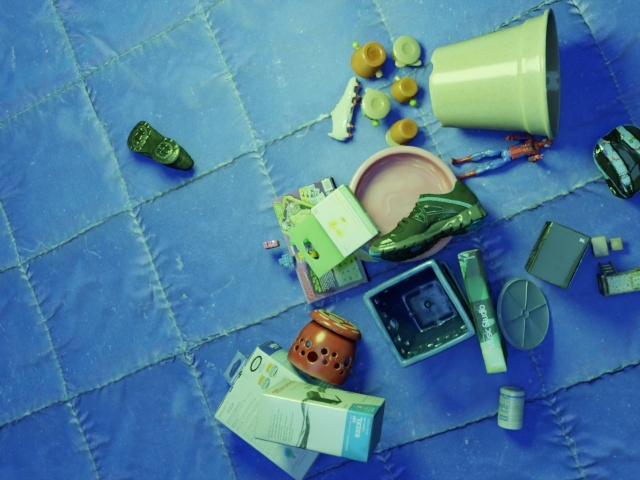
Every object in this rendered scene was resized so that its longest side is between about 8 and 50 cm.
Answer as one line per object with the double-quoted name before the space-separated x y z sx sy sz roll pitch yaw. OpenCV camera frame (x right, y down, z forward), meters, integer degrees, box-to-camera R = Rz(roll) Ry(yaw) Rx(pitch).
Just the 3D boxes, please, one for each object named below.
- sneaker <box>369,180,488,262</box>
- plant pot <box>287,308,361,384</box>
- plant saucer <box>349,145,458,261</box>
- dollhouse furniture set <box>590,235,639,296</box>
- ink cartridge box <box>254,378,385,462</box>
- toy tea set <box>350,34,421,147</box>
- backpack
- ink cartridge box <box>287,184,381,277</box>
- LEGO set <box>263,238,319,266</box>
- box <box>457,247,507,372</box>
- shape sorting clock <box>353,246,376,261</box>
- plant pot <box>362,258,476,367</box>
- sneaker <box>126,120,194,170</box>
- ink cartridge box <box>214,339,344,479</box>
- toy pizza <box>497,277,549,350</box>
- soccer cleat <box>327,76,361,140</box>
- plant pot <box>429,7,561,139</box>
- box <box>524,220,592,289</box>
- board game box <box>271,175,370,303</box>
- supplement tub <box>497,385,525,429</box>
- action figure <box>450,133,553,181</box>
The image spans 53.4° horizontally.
"sneaker" 0.281 -0.046 1.759 0.341 0.125 0.139 -23 72 -6
"plant pot" 0.021 0.312 1.890 0.191 0.191 0.174 28 91 13
"plant saucer" 0.239 -0.104 1.844 0.333 0.084 0.331 0 90 -1
"dollhouse furniture set" 0.837 0.056 1.704 0.182 0.101 0.160 -11 88 15
"ink cartridge box" 0.004 0.480 1.725 0.308 0.223 0.128 8 90 14
"toy tea set" 0.193 -0.440 1.892 0.200 0.124 0.335 0 87 -14
"backpack" 0.816 -0.214 1.699 0.158 0.117 0.173 -39 81 13
"ink cartridge box" 0.029 -0.022 1.796 0.235 0.056 0.171 -37 82 17
"LEGO set" -0.069 0.027 1.912 0.227 0.093 0.086 -14 87 15
"box" 0.448 0.182 1.745 0.059 0.232 0.321 -16 86 16
"shape sorting clock" 0.158 -0.038 1.906 0.206 0.040 0.206 0 91 1
"plant pot" 0.294 0.192 1.791 0.236 0.212 0.235 -30 83 20
"sneaker" -0.523 -0.294 2.074 0.286 0.130 0.109 35 90 35
"ink cartridge box" -0.133 0.494 1.949 0.396 0.151 0.270 33 97 11
"toy pizza" 0.556 0.203 1.763 0.032 0.201 0.201 -17 85 58
"soccer cleat" 0.071 -0.402 1.931 0.076 0.068 0.196 14 97 18
"plant pot" 0.469 -0.426 1.714 0.306 0.334 0.333 -1 90 27
"box" 0.631 0.036 1.705 0.108 0.207 0.153 25 97 14
"board game box" 0.000 0.000 1.964 0.208 0.056 0.346 -20 85 11
"supplement tub" 0.541 0.474 1.806 0.071 0.071 0.107 4 90 15
"action figure" 0.510 -0.239 1.778 0.281 0.139 0.091 -16 87 13
